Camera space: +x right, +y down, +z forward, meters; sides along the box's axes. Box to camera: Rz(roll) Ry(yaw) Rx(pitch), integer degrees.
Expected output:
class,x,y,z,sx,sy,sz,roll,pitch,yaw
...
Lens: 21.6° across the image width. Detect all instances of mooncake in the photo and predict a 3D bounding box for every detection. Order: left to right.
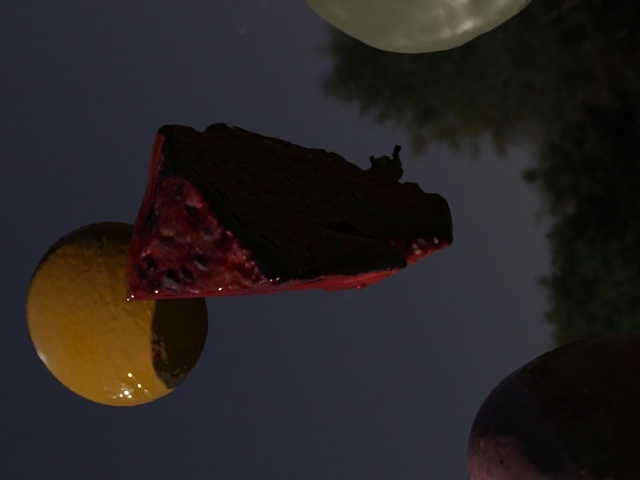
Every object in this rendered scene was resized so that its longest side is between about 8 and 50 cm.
class,x,y,z,sx,sy,sz,roll,pitch,yaw
mooncake,0.073,-0.286,1.393,0.275,0.275,0.135,52,-139,-22

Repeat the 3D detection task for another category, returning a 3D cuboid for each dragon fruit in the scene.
class,x,y,z,sx,sy,sz,roll,pitch,yaw
dragon fruit,-0.003,-0.019,0.896,0.192,0.122,0.092,-1,-95,-36

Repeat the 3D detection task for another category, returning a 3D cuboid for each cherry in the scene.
class,x,y,z,sx,sy,sz,roll,pitch,yaw
cherry,0.254,0.209,1.566,0.236,0.285,0.213,49,-179,23

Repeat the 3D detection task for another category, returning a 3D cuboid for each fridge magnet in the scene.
class,x,y,z,sx,sy,sz,roll,pitch,yaw
fridge magnet,-0.152,0.055,1.263,0.143,0.143,0.063,58,-163,-2
